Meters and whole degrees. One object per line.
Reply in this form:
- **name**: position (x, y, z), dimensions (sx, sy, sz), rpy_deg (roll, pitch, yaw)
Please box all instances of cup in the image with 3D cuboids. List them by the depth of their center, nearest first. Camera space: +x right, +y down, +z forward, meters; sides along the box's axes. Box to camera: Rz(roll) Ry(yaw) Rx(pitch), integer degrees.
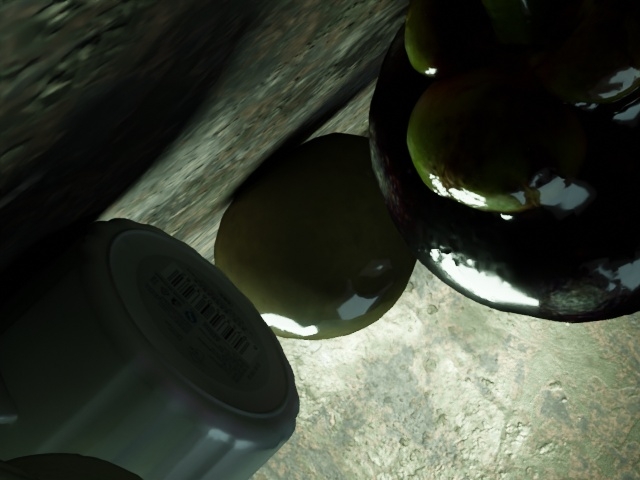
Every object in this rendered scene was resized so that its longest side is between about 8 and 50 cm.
- **cup**: position (-0.134, 0.110, 0.647), dimensions (0.202, 0.167, 0.221), rpy_deg (-43, 180, 18)

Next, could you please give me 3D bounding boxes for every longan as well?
- **longan**: position (0.000, 0.000, 1.083), dimensions (0.189, 0.189, 0.189), rpy_deg (-40, 179, -1)

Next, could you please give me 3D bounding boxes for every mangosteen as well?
- **mangosteen**: position (0.151, -0.094, 0.817), dimensions (0.287, 0.287, 0.233), rpy_deg (-40, -153, -6)

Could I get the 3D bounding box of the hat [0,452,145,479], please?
- **hat**: position (-0.147, 0.111, 0.394), dimensions (0.257, 0.168, 0.301), rpy_deg (-20, -171, 8)
